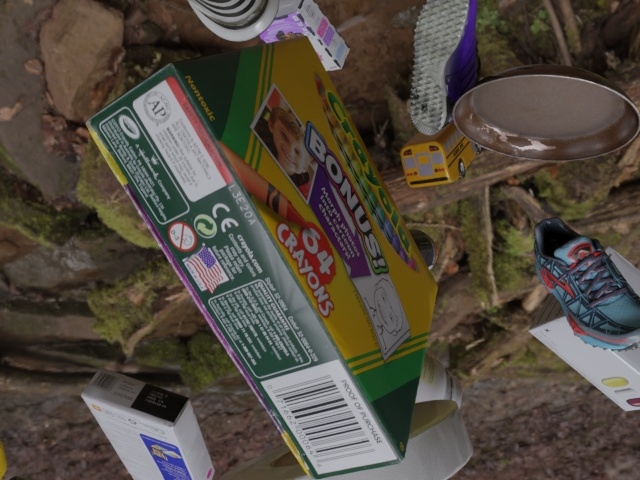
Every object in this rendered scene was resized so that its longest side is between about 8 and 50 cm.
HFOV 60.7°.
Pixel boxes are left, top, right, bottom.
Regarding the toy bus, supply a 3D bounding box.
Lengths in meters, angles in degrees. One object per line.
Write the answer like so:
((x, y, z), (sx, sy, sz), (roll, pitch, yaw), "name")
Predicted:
((0.307, -0.229, 1.352), (0.108, 0.130, 0.332), (-6, -157, 32), "toy bus")

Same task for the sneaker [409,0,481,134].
((0.263, -0.364, 1.077), (0.146, 0.102, 0.294), (-26, 138, -32), "sneaker")

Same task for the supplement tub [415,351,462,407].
((0.173, 0.365, 1.411), (0.324, 0.235, 0.235), (30, 137, -10), "supplement tub")

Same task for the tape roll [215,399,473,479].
((0.031, 0.333, 0.815), (0.391, 0.072, 0.392), (-18, 169, -4), "tape roll")

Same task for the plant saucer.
((0.395, -0.226, 0.973), (0.310, 0.050, 0.310), (12, 167, 3), "plant saucer")

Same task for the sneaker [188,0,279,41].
((-0.223, -0.480, 0.691), (0.169, 0.448, 0.257), (-39, -179, 6), "sneaker")

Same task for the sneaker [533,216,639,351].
((0.399, 0.057, 0.835), (0.104, 0.262, 0.125), (-29, 124, 3), "sneaker")

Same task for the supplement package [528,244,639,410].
((0.614, 0.183, 1.130), (0.204, 0.262, 0.145), (-48, 174, -25), "supplement package")

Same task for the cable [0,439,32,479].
((-0.352, 0.297, 0.574), (0.072, 0.140, 0.287), (10, 145, -3), "cable")

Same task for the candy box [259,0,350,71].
((-0.049, -0.510, 1.372), (0.164, 0.070, 0.196), (4, 155, 42), "candy box")

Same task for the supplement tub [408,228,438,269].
((0.192, 0.032, 1.260), (0.117, 0.117, 0.190), (-34, 163, 31), "supplement tub")

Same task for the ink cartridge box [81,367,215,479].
((-0.298, 0.381, 1.009), (0.175, 0.069, 0.371), (14, 134, 14), "ink cartridge box")

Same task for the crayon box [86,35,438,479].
((-0.010, -0.014, 0.564), (0.106, 0.363, 0.313), (-23, -165, 26), "crayon box")
